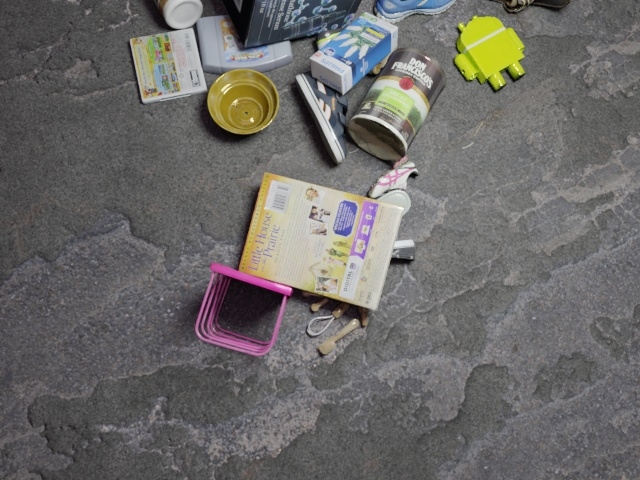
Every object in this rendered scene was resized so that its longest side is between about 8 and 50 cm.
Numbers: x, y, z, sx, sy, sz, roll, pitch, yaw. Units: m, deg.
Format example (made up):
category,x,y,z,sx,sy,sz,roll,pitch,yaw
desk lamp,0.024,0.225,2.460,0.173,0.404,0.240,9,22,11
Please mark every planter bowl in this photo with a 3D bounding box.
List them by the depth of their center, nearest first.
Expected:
category,x,y,z,sx,sy,sz,roll,pitch,yaw
planter bowl,-0.238,-0.418,1.384,0.217,0.090,0.217,1,80,-4

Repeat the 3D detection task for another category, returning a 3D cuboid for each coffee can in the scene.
category,x,y,z,sx,sy,sz,roll,pitch,yaw
coffee can,0.236,-0.416,1.360,0.201,0.201,0.275,30,77,2

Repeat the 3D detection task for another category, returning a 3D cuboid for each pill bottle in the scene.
category,x,y,z,sx,sy,sz,roll,pitch,yaw
pill bottle,-0.491,-0.818,1.422,0.131,0.131,0.229,-30,82,-9

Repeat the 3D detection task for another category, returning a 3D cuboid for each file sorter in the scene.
category,x,y,z,sx,sy,sz,roll,pitch,yaw
file sorter,-0.197,0.187,1.172,0.202,0.291,0.182,18,81,-1

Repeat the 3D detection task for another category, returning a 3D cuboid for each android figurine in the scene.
category,x,y,z,sx,sy,sz,roll,pitch,yaw
android figurine,0.576,-0.650,1.509,0.248,0.056,0.273,-32,84,-9

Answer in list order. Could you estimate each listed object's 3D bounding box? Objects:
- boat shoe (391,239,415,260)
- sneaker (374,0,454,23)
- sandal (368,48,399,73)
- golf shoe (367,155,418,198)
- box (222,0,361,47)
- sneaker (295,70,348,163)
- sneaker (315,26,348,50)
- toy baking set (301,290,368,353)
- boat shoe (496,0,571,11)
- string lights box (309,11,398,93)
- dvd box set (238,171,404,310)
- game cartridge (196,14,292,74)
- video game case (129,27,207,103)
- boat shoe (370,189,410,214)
category,x,y,z,sx,sy,sz,roll,pitch,yaw
boat shoe,0.181,0.052,1.337,0.228,0.080,0.076,-8,78,-13
sneaker,0.348,-0.846,1.484,0.329,0.147,0.130,-24,82,-9
sandal,0.182,-0.585,1.439,0.239,0.088,0.079,-4,40,-9
golf shoe,0.230,-0.186,1.386,0.186,0.067,0.086,-41,86,-11
box,-0.069,-0.793,1.327,0.395,0.293,0.212,-22,82,-22
sneaker,0.035,-0.404,1.384,0.127,0.126,0.321,-23,80,-3
sneaker,0.094,-0.661,1.477,0.234,0.084,0.097,-14,106,-7
toy baking set,0.049,0.201,1.320,0.196,0.030,0.256,-9,79,-3
boat shoe,0.692,-0.864,1.536,0.355,0.132,0.130,19,88,8
string lights box,0.104,-0.574,1.345,0.133,0.077,0.260,37,71,23
dvd box set,0.000,0.000,1.278,0.420,0.062,0.308,14,89,8
game cartridge,-0.247,-0.647,1.449,0.297,0.062,0.198,-9,76,-6
video game case,-0.493,-0.567,1.428,0.206,0.026,0.227,-14,81,-7
boat shoe,0.130,-0.060,1.343,0.302,0.091,0.114,-21,93,4
